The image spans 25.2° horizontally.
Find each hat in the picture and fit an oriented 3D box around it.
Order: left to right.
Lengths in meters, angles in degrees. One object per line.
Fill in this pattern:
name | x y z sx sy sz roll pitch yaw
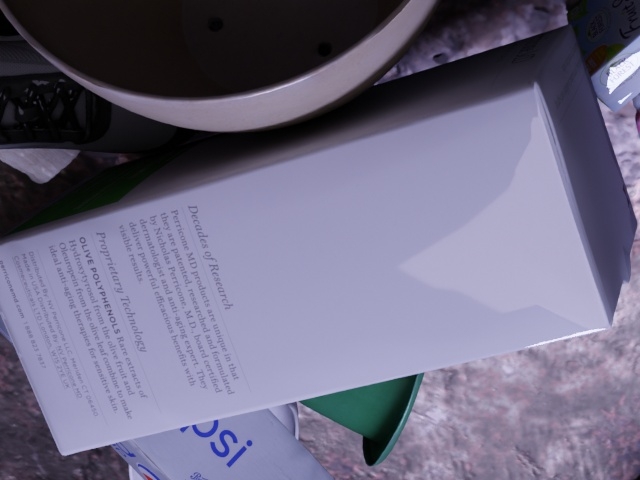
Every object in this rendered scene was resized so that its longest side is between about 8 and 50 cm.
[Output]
hat | -0.025 0.071 1.089 0.184 0.173 0.208 16 123 -7

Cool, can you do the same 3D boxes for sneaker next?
sneaker | -0.214 -0.095 0.970 0.272 0.108 0.100 7 127 -2

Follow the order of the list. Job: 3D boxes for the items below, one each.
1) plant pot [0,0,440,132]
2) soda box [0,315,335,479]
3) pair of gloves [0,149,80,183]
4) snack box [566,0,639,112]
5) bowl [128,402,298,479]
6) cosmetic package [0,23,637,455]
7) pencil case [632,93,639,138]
plant pot | -0.041 -0.181 0.876 0.284 0.284 0.191 -8 162 9
soda box | -0.126 0.119 1.109 0.286 0.098 0.091 47 159 -7
pair of gloves | -0.225 -0.165 1.009 0.204 0.042 0.240 29 125 -17
snack box | 0.230 -0.163 0.946 0.037 0.100 0.141 37 120 -21
bowl | -0.089 0.163 1.231 0.142 0.053 0.142 9 126 -2
cosmetic package | 0.000 0.000 0.912 0.366 0.197 0.155 -17 102 19
pencil case | 0.309 -0.008 0.986 0.124 0.113 0.273 -9 106 43
